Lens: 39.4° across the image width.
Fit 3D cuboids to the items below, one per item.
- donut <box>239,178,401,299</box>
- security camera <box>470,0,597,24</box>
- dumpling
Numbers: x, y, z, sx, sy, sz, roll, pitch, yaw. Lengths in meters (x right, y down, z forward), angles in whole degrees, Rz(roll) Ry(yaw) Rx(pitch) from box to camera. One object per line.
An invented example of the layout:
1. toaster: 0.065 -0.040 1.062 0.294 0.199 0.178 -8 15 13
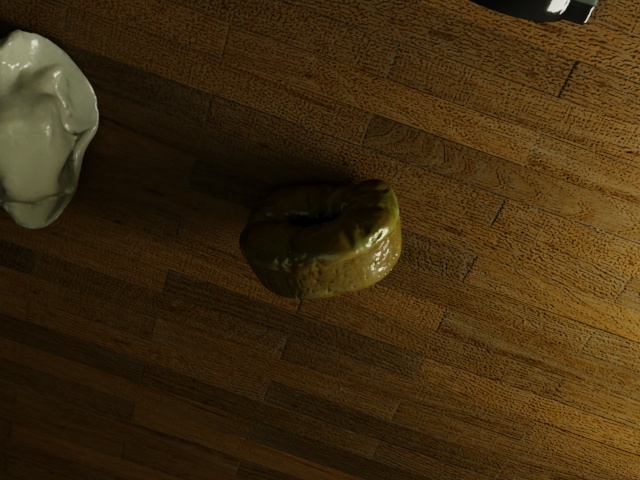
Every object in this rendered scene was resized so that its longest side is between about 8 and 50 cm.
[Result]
1. donut: 0.000 0.000 1.421 0.261 0.208 0.128 -4 124 20
2. security camera: 0.271 -0.426 1.088 0.191 0.197 0.277 14 120 -10
3. dumpling: -0.480 -0.189 1.440 0.243 0.187 0.318 -33 130 -15
